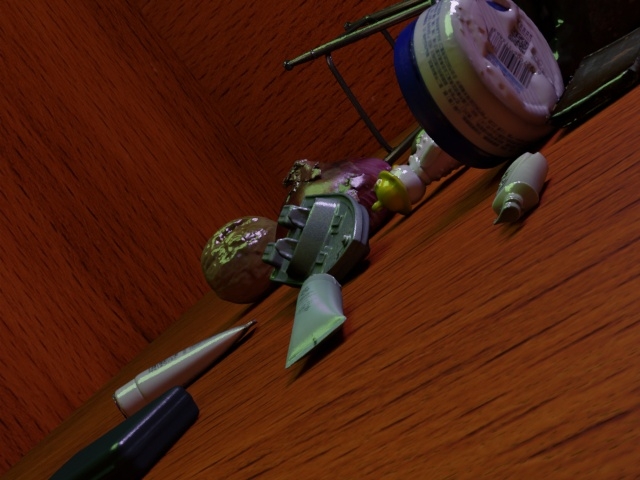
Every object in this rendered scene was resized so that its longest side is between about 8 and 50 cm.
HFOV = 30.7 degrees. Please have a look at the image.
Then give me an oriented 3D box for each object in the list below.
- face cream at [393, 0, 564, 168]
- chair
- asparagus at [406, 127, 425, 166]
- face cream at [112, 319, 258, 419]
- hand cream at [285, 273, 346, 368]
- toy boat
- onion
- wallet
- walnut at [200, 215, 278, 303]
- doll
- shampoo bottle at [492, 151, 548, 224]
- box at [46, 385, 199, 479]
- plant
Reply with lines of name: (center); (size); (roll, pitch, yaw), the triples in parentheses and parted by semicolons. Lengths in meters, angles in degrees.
face cream: (0.195, -0.198, 1.388); (0.111, 0.206, 0.206); (-35, 6, 38)
chair: (0.230, -0.421, 2.766); (0.410, 0.362, 0.364); (-30, 8, 36)
asparagus: (0.287, -0.248, 2.107); (0.343, 0.082, 0.085); (-38, 40, 19)
face cream: (-0.202, 0.190, 1.783); (0.243, 0.058, 0.092); (-33, -2, -1)
hand cream: (-0.002, 0.080, 1.220); (0.078, 0.050, 0.205); (-38, 8, 9)
toy boat: (0.000, 0.000, 1.619); (0.141, 0.092, 0.319); (-67, 17, -7)
onion: (0.014, -0.063, 1.869); (0.230, 0.163, 0.230); (-31, 6, 3)
wallet: (0.336, -0.194, 1.351); (0.122, 0.031, 0.232); (-31, 10, 34)
walnut: (-0.136, 0.033, 2.194); (0.184, 0.155, 0.155); (-41, 4, -11)
doll: (0.155, -0.109, 1.692); (0.207, 0.081, 0.129); (-41, -15, -3)
shampoo bottle: (0.179, -0.044, 1.054); (0.049, 0.034, 0.141); (-31, 8, 22)
box: (-0.255, 0.266, 1.379); (0.230, 0.050, 0.160); (-36, 4, 34)
plant: (0.326, -0.313, 1.630); (0.276, 0.188, 0.199); (-38, 3, 11)
